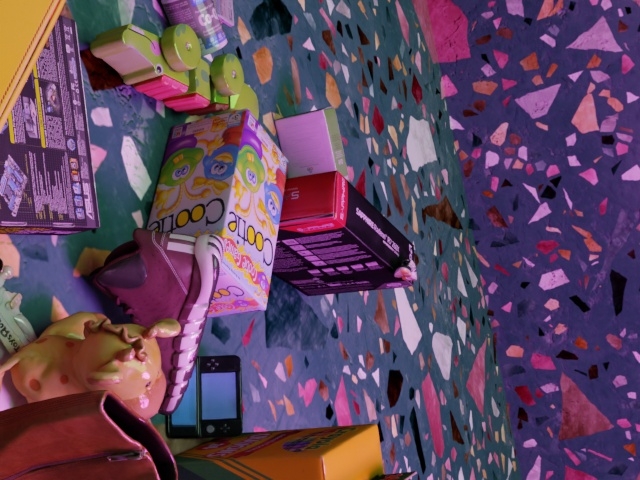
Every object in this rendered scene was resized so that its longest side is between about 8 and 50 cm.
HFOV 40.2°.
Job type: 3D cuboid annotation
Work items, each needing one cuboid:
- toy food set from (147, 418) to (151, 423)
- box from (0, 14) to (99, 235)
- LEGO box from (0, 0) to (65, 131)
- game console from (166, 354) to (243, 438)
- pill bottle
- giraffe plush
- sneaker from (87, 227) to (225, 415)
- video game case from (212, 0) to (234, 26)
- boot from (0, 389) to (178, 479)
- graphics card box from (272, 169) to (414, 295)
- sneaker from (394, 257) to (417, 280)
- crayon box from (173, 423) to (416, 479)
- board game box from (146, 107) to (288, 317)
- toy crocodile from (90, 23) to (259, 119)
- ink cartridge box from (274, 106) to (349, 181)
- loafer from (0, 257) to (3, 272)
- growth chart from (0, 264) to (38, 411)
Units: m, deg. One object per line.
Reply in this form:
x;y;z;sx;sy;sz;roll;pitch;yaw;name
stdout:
-0.263;0.245;1.119;0.192;0.038;0.132;69;19;-1;toy food set
-0.358;-0.143;1.004;0.216;0.060;0.270;-1;82;-65;box
-0.383;-0.288;0.670;0.372;0.193;0.500;56;33;-43;LEGO box
-0.169;0.228;1.288;0.071;0.107;0.122;104;-16;-76;game console
-0.208;-0.368;1.399;0.078;0.078;0.137;-60;136;-55;pill bottle
-0.240;0.143;0.965;0.210;0.170;0.181;55;37;-40;giraffe plush
-0.234;0.098;1.161;0.106;0.162;0.282;-91;-162;-64;sneaker
-0.190;-0.439;1.546;0.122;0.011;0.087;14;70;-65;video game case
-0.299;0.164;0.752;0.096;0.280;0.264;-74;146;-44;boot
0.000;0.000;1.546;0.371;0.232;0.094;38;49;-56;graphics card box
0.150;0.049;1.555;0.083;0.031;0.037;30;60;-70;sneaker
-0.048;0.319;1.216;0.202;0.318;0.081;-1;82;-66;crayon box
-0.156;-0.039;1.316;0.142;0.144;0.275;51;37;-48;board game box
-0.207;-0.240;1.308;0.340;0.115;0.105;16;68;-64;toy crocodile
-0.010;-0.150;1.729;0.062;0.108;0.209;-29;108;-64;ink cartridge box
-0.384;0.033;0.892;0.148;0.050;0.056;-36;115;-64;loafer
-0.348;0.168;0.964;0.172;0.021;0.237;-52;129;-58;growth chart
